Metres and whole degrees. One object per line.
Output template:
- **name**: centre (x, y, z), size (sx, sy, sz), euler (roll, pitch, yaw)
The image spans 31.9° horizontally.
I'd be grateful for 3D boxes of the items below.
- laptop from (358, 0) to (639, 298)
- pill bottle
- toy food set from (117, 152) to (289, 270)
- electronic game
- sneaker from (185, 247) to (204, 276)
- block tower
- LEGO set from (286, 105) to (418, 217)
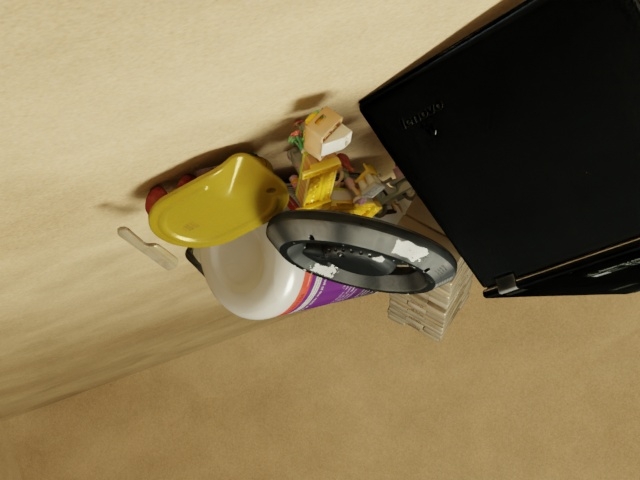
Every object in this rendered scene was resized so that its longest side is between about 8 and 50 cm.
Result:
- **laptop**: centre (0.327, -0.090, 1.223), size (0.408, 0.236, 0.382), euler (1, 165, -36)
- **pill bottle**: centre (0.000, 0.000, 1.569), size (0.323, 0.181, 0.181), euler (-9, 167, -47)
- **toy food set**: centre (-0.140, -0.054, 1.349), size (0.218, 0.071, 0.128), euler (-25, 145, 25)
- **electronic game**: centre (0.048, 0.013, 1.319), size (0.229, 0.048, 0.229), euler (13, 164, 4)
- **sneaker**: centre (-0.066, 0.009, 1.775), size (0.147, 0.145, 0.385), euler (-55, 155, 19)
- **block tower**: centre (0.153, 0.038, 1.504), size (0.091, 0.097, 0.335), euler (-56, 168, -17)
- **LEGO set**: centre (0.008, -0.097, 1.325), size (0.132, 0.107, 0.287), euler (-34, 155, 15)
